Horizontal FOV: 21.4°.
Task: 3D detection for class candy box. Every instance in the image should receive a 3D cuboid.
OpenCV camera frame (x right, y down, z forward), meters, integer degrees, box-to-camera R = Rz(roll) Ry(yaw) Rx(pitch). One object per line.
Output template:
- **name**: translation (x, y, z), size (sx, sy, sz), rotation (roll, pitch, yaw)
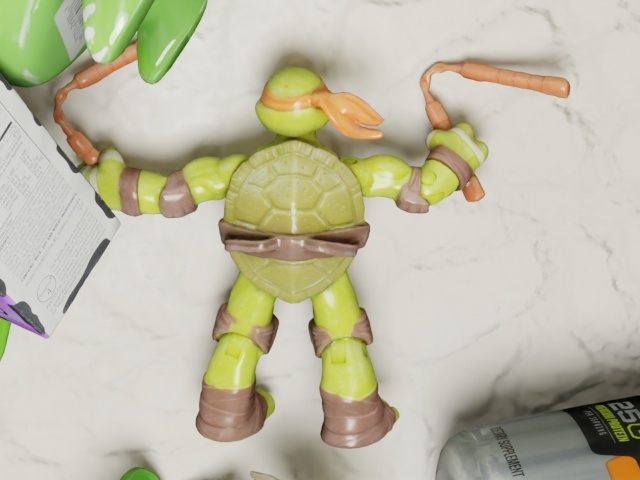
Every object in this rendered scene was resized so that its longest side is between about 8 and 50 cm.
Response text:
- **candy box**: translation (-0.201, -0.052, 0.725), size (0.070, 0.164, 0.196), rotation (-60, 153, -16)

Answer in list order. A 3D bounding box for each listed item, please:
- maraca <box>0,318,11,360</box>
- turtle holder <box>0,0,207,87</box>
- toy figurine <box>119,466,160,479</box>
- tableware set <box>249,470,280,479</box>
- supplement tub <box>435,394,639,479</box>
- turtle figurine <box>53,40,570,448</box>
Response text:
- **maraca**: translation (-0.215, 0.017, 0.863), size (0.127, 0.099, 0.186), rotation (18, 85, -1)
- **turtle holder**: translation (-0.110, -0.235, 0.711), size (0.227, 0.243, 0.320), rotation (31, 113, 1)
- **toy figurine**: translation (-0.156, 0.217, 0.952), size (0.159, 0.130, 0.173), rotation (-12, 136, 11)
- **tableware set**: translation (-0.005, 0.187, 0.946), size (0.141, 0.020, 0.169), rotation (-10, 124, 43)
- **supplement tub**: translation (0.244, 0.175, 0.920), size (0.338, 0.207, 0.207), rotation (-10, 111, -4)
- **turtle figurine**: translation (0.000, 0.000, 0.887), size (0.269, 0.087, 0.217), rotation (-3, 110, -6)
